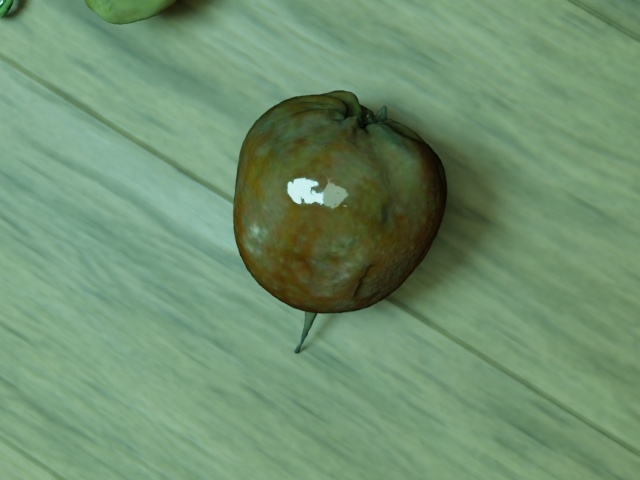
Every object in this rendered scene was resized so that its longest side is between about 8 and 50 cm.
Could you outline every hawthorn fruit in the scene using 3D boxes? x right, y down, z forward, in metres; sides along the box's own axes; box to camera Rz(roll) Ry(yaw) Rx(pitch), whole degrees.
[{"bbox_3d":[0.011,-0.008,0.890,0.149,0.149,0.189,4,91,9],"label":"hawthorn fruit"}]

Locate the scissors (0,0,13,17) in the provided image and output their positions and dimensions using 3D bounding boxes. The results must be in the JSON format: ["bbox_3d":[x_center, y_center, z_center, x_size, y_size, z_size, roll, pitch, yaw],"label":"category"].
[{"bbox_3d":[-0.293,-0.254,0.992,0.134,0.020,0.187,-3,89,16],"label":"scissors"}]

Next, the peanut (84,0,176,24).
[{"bbox_3d":[-0.197,-0.295,0.920,0.147,0.147,0.319,-41,87,8],"label":"peanut"}]
